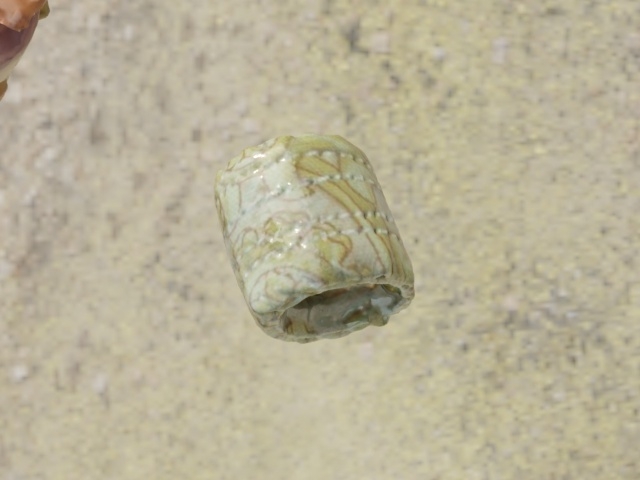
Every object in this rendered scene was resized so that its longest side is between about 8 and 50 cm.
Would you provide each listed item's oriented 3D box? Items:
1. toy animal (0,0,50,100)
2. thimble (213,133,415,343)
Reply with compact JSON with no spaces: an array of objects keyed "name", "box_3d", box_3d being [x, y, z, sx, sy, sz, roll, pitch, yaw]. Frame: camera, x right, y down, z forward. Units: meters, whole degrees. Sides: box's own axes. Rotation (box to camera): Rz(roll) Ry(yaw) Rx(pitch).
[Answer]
[{"name":"toy animal","box_3d":[-0.360,-0.190,1.635,0.169,0.195,0.281,63,156,16]},{"name":"thimble","box_3d":[0.000,0.000,1.488,0.137,0.190,0.143,-34,65,26]}]
